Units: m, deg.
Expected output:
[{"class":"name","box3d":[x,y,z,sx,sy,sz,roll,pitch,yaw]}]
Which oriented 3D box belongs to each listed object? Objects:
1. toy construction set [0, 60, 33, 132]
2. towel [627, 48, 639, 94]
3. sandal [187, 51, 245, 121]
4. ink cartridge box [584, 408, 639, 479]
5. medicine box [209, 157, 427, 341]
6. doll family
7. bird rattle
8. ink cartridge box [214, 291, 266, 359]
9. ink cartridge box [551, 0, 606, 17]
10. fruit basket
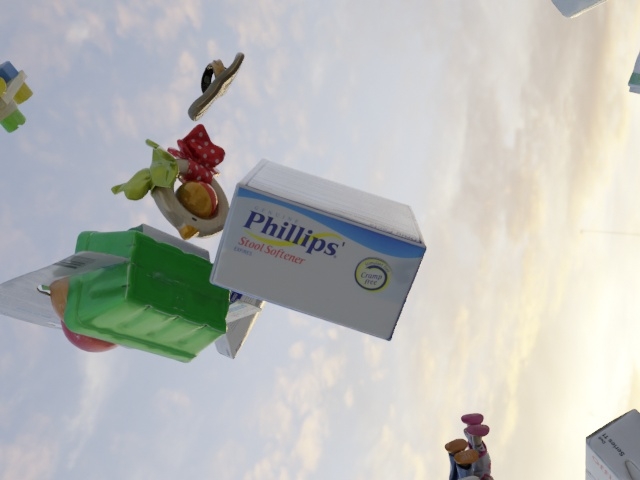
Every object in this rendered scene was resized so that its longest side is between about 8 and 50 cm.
[{"class":"toy construction set","box3d":[-0.414,-0.132,0.814,0.215,0.328,0.151,-39,-73,-12]},{"class":"towel","box3d":[0.291,-0.162,0.514,0.023,0.113,0.152,-32,-42,-59]},{"class":"sandal","box3d":[-0.173,-0.259,1.208,0.049,0.072,0.180,36,-133,-6]},{"class":"ink cartridge box","box3d":[0.433,0.344,0.993,0.087,0.153,0.208,-30,-43,-8]},{"class":"medicine box","box3d":[0.000,0.000,1.117,0.289,0.264,0.149,-78,6,-76]},{"class":"doll family","box3d":[0.215,0.378,1.058,0.263,0.118,0.163,-106,4,-69]},{"class":"bird rattle","box3d":[-0.249,-0.093,1.374,0.207,0.143,0.253,58,-158,4]},{"class":"ink cartridge box","box3d":[-0.139,0.085,1.412,0.223,0.045,0.224,-61,-16,-27]},{"class":"ink cartridge box","box3d":[0.189,-0.200,0.358,0.072,0.175,0.127,45,-110,-13]},{"class":"fruit basket","box3d":[-0.324,0.093,1.169,0.327,0.353,0.165,26,-118,-42]}]
